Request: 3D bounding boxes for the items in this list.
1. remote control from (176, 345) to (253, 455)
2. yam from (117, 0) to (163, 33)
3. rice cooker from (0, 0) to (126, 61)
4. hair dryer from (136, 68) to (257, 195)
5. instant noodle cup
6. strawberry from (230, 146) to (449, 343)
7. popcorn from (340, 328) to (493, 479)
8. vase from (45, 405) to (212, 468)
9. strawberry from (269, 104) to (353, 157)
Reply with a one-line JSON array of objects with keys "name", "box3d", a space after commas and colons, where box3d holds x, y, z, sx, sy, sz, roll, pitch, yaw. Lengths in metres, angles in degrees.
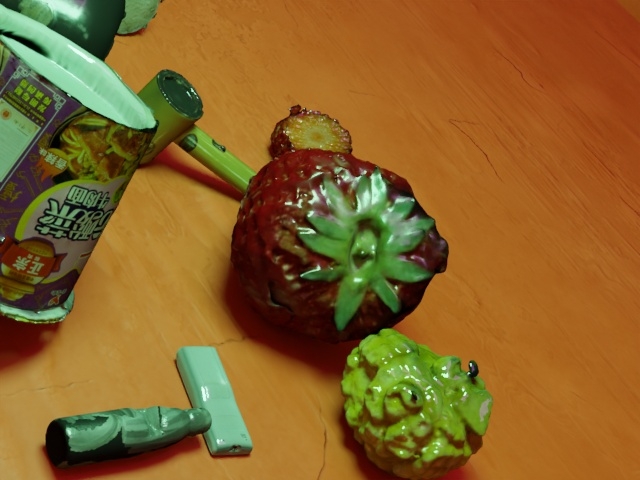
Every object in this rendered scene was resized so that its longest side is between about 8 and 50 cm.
[{"name": "remote control", "box3d": [-0.135, 0.202, 1.634, 0.061, 0.029, 0.162, 2, 45, -35]}, {"name": "yam", "box3d": [-0.368, -0.483, 2.223, 0.131, 0.131, 0.280, 4, 42, -35]}, {"name": "rice cooker", "box3d": [-0.420, -0.314, 1.865, 0.224, 0.267, 0.267, 28, 34, -18]}, {"name": "hair dryer", "box3d": [-0.182, -0.129, 1.952, 0.278, 0.135, 0.090, 37, 30, -24]}, {"name": "instant noodle cup", "box3d": [-0.364, -0.101, 1.533, 0.340, 0.266, 0.340, 36, 14, -10]}, {"name": "strawberry", "box3d": [0.002, 0.010, 1.817, 0.291, 0.310, 0.292, 5, 76, -21]}, {"name": "popcorn", "box3d": [0.129, 0.214, 1.704, 0.189, 0.169, 0.218, 8, 47, -29]}, {"name": "vase", "box3d": [-0.219, 0.227, 1.510, 0.211, 0.060, 0.060, -2, 47, -39]}, {"name": "strawberry", "box3d": [-0.015, -0.153, 2.120, 0.145, 0.086, 0.145, 22, 34, -15]}]
